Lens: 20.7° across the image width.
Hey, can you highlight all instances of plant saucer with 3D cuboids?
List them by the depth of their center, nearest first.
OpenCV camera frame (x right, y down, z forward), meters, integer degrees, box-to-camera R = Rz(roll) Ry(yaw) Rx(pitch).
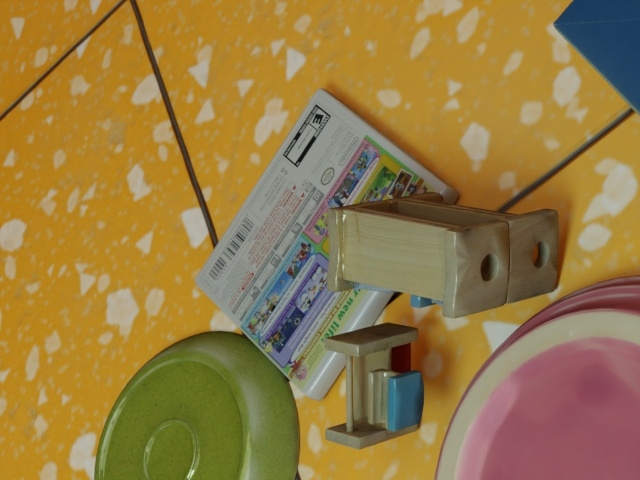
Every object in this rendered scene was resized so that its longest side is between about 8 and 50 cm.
[{"bbox_3d":[0.201,0.178,1.216,0.332,0.084,0.332,-17,63,37],"label":"plant saucer"},{"bbox_3d":[-0.121,0.192,1.532,0.241,0.037,0.241,-17,63,37],"label":"plant saucer"}]

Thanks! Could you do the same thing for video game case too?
[{"bbox_3d":[0.000,0.000,1.507,0.212,0.023,0.193,-56,46,9],"label":"video game case"}]

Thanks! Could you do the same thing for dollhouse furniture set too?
[{"bbox_3d":[0.094,0.066,1.349,0.129,0.129,0.183,11,106,43],"label":"dollhouse furniture set"}]

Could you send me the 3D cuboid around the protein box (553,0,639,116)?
[{"bbox_3d":[0.311,-0.147,1.206,0.201,0.136,0.200,-50,48,16],"label":"protein box"}]
